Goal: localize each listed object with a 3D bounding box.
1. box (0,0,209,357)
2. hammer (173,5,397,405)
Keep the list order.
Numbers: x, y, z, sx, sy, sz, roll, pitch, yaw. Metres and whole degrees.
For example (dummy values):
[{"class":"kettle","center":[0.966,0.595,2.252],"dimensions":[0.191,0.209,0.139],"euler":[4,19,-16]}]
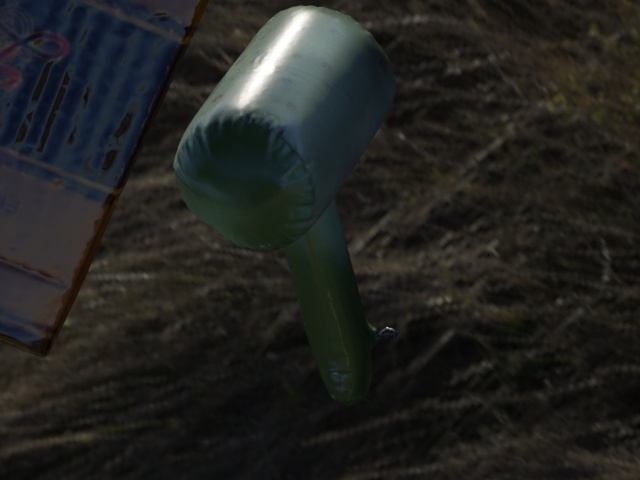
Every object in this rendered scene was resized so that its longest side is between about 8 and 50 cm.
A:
[{"class":"box","center":[-0.125,-0.088,0.596],"dimensions":[0.070,0.152,0.237],"euler":[-92,26,-61]},{"class":"hammer","center":[0.000,0.000,1.265],"dimensions":[0.118,0.336,0.206],"euler":[5,40,26]}]
